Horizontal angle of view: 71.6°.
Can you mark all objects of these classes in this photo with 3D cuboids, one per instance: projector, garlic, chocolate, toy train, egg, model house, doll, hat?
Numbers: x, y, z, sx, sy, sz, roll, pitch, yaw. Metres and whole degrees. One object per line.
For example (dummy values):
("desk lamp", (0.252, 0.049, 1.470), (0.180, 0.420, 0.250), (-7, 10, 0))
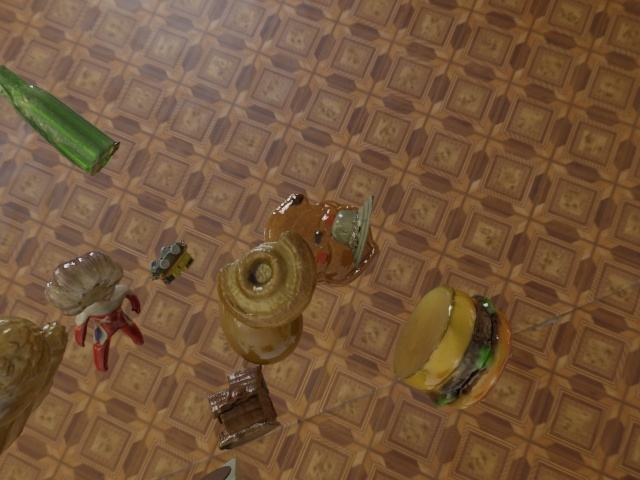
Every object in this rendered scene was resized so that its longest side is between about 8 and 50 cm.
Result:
("projector", (-0.366, 0.817, 1.394), (0.257, 0.259, 0.079), (-30, 85, -15))
("garlic", (-0.526, 0.089, 0.979), (0.102, 0.147, 0.159), (43, 82, 13))
("chocolate", (-0.618, -0.281, 1.023), (0.291, 0.110, 0.110), (41, 85, -15))
("toy train", (-0.601, 0.096, 1.799), (0.089, 0.127, 0.219), (-10, 40, 39))
("egg", (-0.188, 0.232, 1.385), (0.250, 0.250, 0.322), (-23, 103, -1))
("model house", (-0.261, 0.554, 1.493), (0.199, 0.219, 0.229), (-19, 63, -10))
("doll", (-0.581, 0.202, 1.212), (0.099, 0.384, 0.188), (32, 44, 21))
("hat", (0.094, -0.043, 1.460), (0.110, 0.252, 0.252), (11, 81, -1))

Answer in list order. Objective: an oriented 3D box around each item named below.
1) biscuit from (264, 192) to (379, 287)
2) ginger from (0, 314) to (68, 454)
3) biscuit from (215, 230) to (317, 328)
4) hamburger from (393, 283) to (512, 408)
("biscuit", (0.000, 0.000, 1.718), (0.455, 0.078, 0.349), (13, 74, 12))
("ginger", (-0.333, 0.130, 0.380), (0.166, 0.375, 0.236), (24, 104, -17))
("biscuit", (-0.128, 0.113, 1.128), (0.274, 0.091, 0.213), (-34, 77, 7))
("hamburger", (0.447, 0.373, 1.502), (0.277, 0.396, 0.395), (29, 83, -3))
